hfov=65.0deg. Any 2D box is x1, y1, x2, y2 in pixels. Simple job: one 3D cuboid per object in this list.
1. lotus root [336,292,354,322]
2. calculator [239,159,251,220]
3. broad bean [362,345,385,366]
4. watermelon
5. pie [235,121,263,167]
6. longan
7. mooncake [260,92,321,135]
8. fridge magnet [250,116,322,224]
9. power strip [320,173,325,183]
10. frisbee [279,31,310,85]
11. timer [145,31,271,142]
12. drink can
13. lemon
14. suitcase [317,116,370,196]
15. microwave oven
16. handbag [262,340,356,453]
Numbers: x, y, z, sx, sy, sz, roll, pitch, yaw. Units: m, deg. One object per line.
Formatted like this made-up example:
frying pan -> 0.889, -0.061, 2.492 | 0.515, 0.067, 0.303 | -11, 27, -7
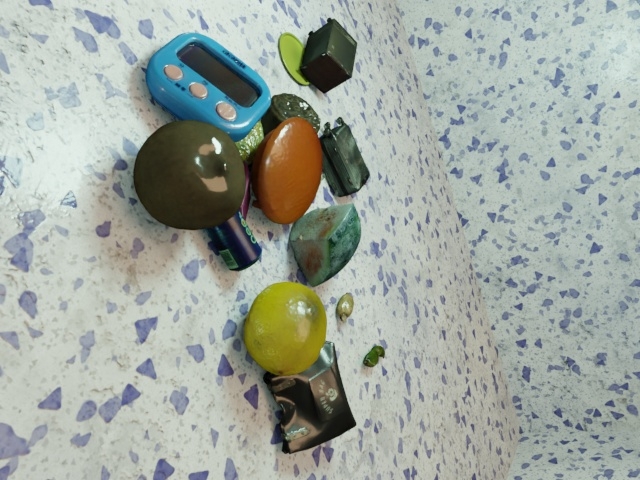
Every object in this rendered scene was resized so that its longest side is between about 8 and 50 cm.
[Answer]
lotus root -> 0.100, 0.265, 1.992 | 0.152, 0.063, 0.072 | -75, 147, -44
calculator -> -0.241, -0.145, 1.594 | 0.127, 0.034, 0.191 | 99, -7, -56
broad bean -> 0.222, 0.486, 2.097 | 0.213, 0.048, 0.071 | -5, 80, -60
watermelon -> 0.000, 0.000, 1.829 | 0.258, 0.387, 0.228 | 38, 58, 16
pie -> -0.291, -0.367, 1.652 | 0.277, 0.078, 0.277 | 34, 46, -45
longan -> -0.335, -0.164, 1.308 | 0.297, 0.297, 0.298 | 29, 54, -49
mooncake -> -0.105, -0.442, 1.854 | 0.228, 0.124, 0.228 | 16, 47, -19
fridge magnet -> -0.109, -0.234, 1.702 | 0.363, 0.155, 0.364 | -39, 138, -48
power strip -> -0.007, -0.254, 2.072 | 0.083, 0.035, 0.055 | -40, 111, -53
frisbee -> -0.105, -0.779, 2.159 | 0.236, 0.017, 0.236 | 28, 55, -49
timer -> -0.328, -0.452, 1.498 | 0.340, 0.115, 0.309 | 36, 49, -10
drink can -> -0.266, -0.015, 1.498 | 0.205, 0.118, 0.118 | 63, 34, -20
lemon -> -0.104, 0.263, 1.505 | 0.260, 0.260, 0.284 | 30, 58, -48
suitcase -> 0.088, -0.356, 2.172 | 0.312, 0.128, 0.202 | 62, 34, -19
microwave oven -> 0.030, -0.802, 2.192 | 0.178, 0.188, 0.248 | 36, 52, -38
handbag -> -0.041, 0.503, 1.614 | 0.287, 0.152, 0.343 | -16, 89, -46
